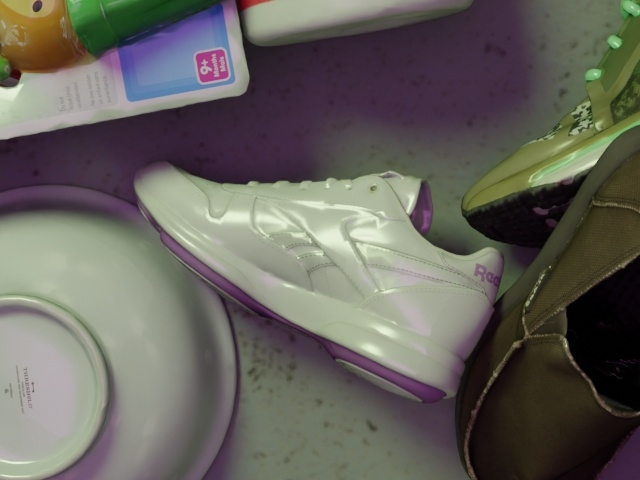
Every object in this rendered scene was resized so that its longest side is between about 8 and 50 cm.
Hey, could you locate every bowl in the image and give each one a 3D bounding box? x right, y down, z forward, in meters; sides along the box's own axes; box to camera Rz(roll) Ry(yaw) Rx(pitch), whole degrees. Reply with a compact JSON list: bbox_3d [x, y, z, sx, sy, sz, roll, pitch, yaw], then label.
[{"bbox_3d":[-0.220,0.106,1.442,0.297,0.134,0.298,0,93,5],"label":"bowl"}]

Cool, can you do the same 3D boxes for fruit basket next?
[{"bbox_3d":[-0.250,-0.233,1.352,0.353,0.165,0.327,-9,81,-4],"label":"fruit basket"}]

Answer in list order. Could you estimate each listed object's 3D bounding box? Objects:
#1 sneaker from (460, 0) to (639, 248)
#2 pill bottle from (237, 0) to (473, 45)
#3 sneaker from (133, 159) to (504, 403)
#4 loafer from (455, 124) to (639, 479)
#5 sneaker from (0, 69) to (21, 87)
[{"bbox_3d":[0.274,-0.141,1.397,0.410,0.158,0.182,-32,59,10],"label":"sneaker"},{"bbox_3d":[0.004,-0.312,1.367,0.176,0.176,0.319,-10,93,7],"label":"pill bottle"},{"bbox_3d":[0.000,0.000,1.416,0.305,0.114,0.152,29,84,18],"label":"sneaker"},{"bbox_3d":[0.187,0.083,1.332,0.133,0.130,0.366,15,129,-5],"label":"loafer"},{"bbox_3d":[-0.270,-0.202,1.450,0.221,0.087,0.128,28,98,2],"label":"sneaker"}]
